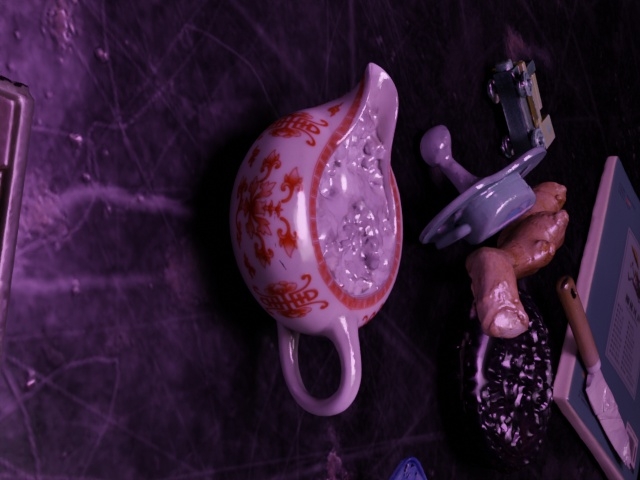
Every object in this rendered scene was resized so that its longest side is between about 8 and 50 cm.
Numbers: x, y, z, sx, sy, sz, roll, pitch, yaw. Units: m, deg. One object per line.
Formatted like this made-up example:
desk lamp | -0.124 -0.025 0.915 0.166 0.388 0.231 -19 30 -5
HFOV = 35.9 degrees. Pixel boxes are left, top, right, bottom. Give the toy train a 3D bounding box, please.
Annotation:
toy train | 0.220 -0.143 1.074 0.081 0.050 0.122 -42 119 -53

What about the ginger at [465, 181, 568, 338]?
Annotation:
ginger | 0.198 0.008 0.965 0.075 0.089 0.288 63 28 -10

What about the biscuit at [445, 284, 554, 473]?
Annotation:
biscuit | 0.181 0.134 0.985 0.194 0.053 0.194 6 82 -54

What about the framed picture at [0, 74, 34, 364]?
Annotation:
framed picture | -0.256 -0.012 0.428 0.289 0.016 0.213 19 71 -52

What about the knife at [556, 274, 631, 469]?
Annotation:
knife | 0.323 0.164 1.160 0.047 0.017 0.298 -54 129 -38

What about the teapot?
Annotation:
teapot | 0.000 0.000 0.704 0.159 0.116 0.245 11 75 -66

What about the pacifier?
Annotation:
pacifier | 0.135 -0.055 0.925 0.150 0.127 0.116 -34 75 -22

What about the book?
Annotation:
book | 0.395 0.110 1.301 0.264 0.031 0.379 52 47 -38

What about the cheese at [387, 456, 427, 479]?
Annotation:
cheese | 0.007 0.292 0.700 0.320 0.083 0.204 -47 121 -43
